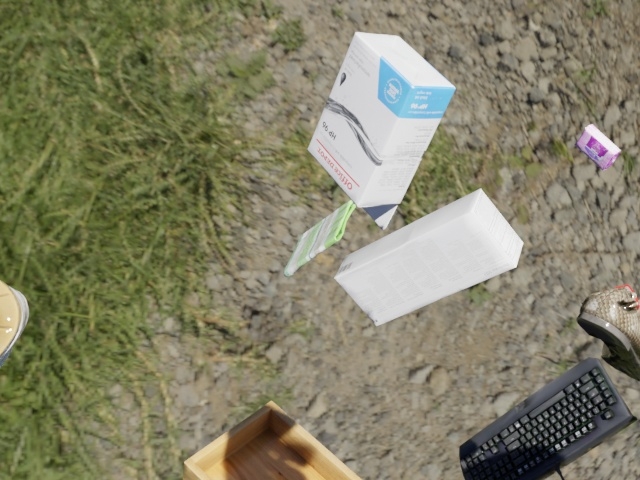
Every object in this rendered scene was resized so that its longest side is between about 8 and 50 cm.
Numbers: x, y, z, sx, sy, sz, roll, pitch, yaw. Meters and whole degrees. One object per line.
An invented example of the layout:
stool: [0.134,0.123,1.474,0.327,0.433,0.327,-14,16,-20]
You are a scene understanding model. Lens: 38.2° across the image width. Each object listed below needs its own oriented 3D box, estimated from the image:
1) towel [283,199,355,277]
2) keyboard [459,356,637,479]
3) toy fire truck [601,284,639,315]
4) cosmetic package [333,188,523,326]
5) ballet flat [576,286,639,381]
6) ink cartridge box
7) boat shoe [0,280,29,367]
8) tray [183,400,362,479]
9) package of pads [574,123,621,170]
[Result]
towel: [0.000,0.000,1.648,0.152,0.023,0.113,-35,22,42]
keyboard: [0.365,0.348,1.476,0.317,0.033,0.201,-44,57,29]
toy fire truck: [0.550,0.123,1.627,0.135,0.192,0.047,-21,62,1]
cosmetic package: [0.140,0.027,1.226,0.239,0.060,0.099,-27,110,37]
ballet flat: [0.346,0.109,1.033,0.084,0.250,0.058,23,80,39]
ink cartridge box: [0.024,-0.049,0.437,0.048,0.028,0.083,51,132,36]
boat shoe: [-0.342,0.141,0.742,0.277,0.096,0.098,-40,83,-7]
tray: [-0.015,0.459,1.516,0.411,0.203,0.076,37,137,27]
package of pads: [0.545,-0.183,1.817,0.083,0.032,0.050,49,142,23]
